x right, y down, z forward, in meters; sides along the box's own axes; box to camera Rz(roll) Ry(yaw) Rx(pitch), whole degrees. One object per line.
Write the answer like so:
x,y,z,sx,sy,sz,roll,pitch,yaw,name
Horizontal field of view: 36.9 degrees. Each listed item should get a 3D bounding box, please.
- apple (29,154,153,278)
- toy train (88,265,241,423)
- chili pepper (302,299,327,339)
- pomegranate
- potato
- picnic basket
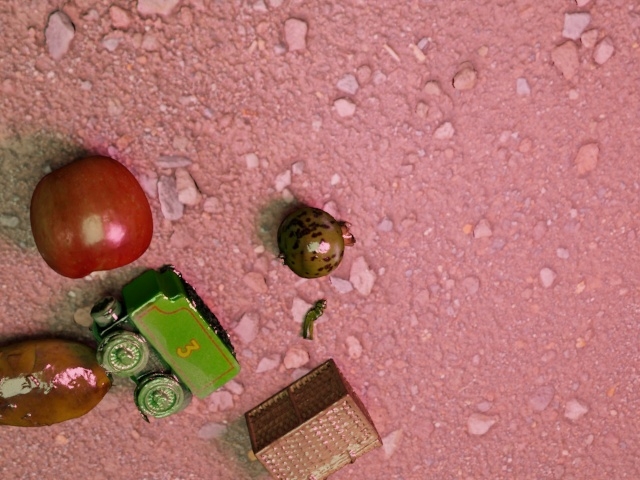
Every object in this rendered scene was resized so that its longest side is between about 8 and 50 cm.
-0.346,-0.032,1.439,0.181,0.181,0.168,-23,93,-4,apple
-0.257,0.168,1.567,0.188,0.132,0.243,-36,118,-2,toy train
-0.012,0.137,1.672,0.027,0.022,0.083,28,107,12,chili pepper
0.000,0.000,1.571,0.161,0.122,0.122,-16,117,-33,pomegranate
-0.458,0.231,1.549,0.251,0.113,0.149,3,108,-13,potato
-0.009,0.343,1.695,0.196,0.134,0.154,-34,117,1,picnic basket
